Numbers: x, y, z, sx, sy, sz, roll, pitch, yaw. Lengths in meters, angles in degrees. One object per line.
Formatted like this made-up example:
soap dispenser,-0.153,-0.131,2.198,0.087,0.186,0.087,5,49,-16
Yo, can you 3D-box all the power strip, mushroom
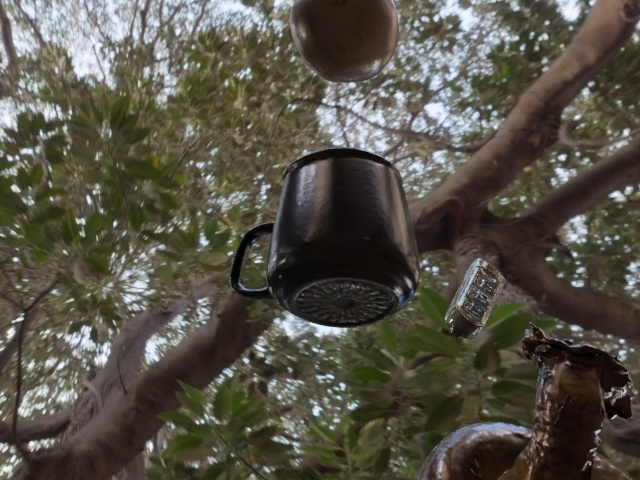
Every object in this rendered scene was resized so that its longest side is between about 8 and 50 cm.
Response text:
power strip,0.308,0.115,1.460,0.080,0.286,0.048,37,-60,8
mushroom,0.039,-0.381,1.341,0.204,0.204,0.204,1,-94,-16
mushroom,0.324,0.362,0.998,0.331,0.356,0.334,35,-143,-4

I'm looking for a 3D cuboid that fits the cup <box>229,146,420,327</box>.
cup,0.000,0.000,0.838,0.223,0.169,0.176,-9,-121,18
